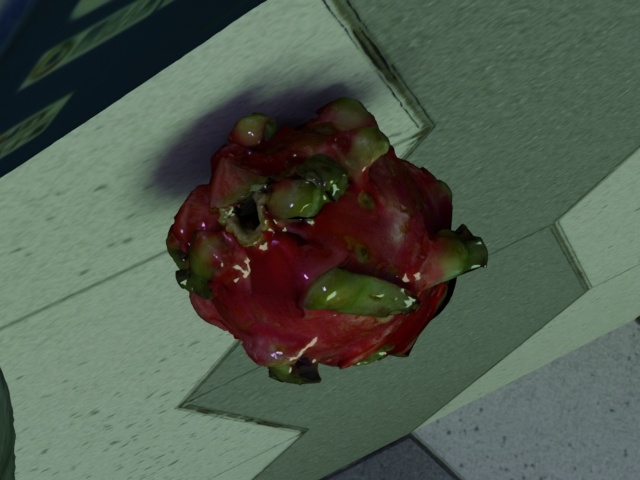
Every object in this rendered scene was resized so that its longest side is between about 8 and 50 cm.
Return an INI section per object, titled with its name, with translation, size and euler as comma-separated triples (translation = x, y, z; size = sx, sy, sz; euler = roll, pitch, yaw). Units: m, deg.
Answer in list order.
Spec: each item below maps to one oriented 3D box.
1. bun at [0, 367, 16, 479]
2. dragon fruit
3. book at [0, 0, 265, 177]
[bun]
translation = -0.291, 0.158, 0.892
size = 0.354, 0.194, 0.354
euler = -29, 165, -9
[dragon fruit]
translation = 0.000, 0.000, 1.009
size = 0.166, 0.160, 0.172
euler = -8, 176, 26
[book]
translation = 0.057, -0.175, 0.379
size = 0.428, 0.039, 0.300
euler = -46, 177, 43
